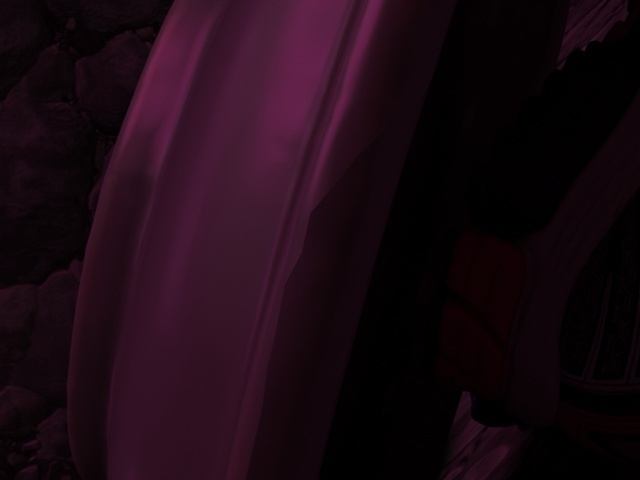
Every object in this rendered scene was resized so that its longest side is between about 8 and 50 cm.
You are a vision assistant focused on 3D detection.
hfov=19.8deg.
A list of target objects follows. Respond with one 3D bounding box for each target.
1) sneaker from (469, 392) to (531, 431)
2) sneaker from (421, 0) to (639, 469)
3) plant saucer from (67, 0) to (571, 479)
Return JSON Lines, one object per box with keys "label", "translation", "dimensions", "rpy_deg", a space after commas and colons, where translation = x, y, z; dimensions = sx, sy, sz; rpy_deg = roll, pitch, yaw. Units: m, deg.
{"label": "sneaker", "translation": [0.084, 0.053, 0.839], "dimensions": [0.071, 0.068, 0.170], "rpy_deg": [-58, 3, -11]}
{"label": "sneaker", "translation": [0.149, -0.040, 0.621], "dimensions": [0.299, 0.112, 0.121], "rpy_deg": [-53, -20, -30]}
{"label": "plant saucer", "translation": [0.000, 0.000, 0.630], "dimensions": [0.400, 0.100, 0.400], "rpy_deg": [17, -90, -79]}
